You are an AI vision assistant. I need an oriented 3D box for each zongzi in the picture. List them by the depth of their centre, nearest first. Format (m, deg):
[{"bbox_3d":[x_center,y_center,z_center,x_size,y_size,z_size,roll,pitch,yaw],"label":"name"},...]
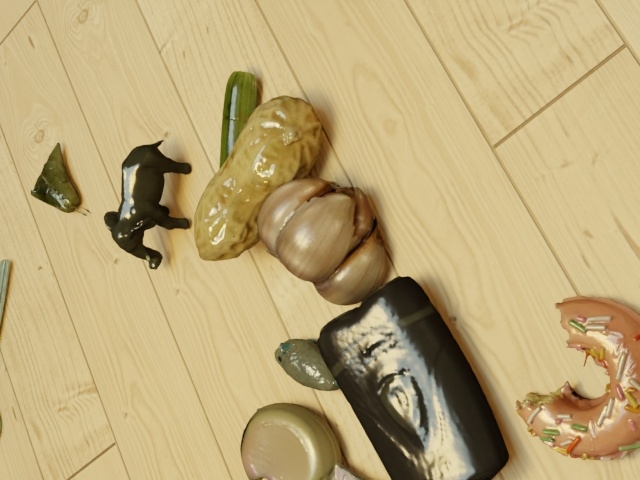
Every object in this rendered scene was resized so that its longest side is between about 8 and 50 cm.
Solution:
[{"bbox_3d":[-0.534,-0.127,2.133,0.154,0.062,0.130,24,90,30],"label":"zongzi"}]

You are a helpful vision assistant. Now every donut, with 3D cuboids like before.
[{"bbox_3d":[0.378,0.200,1.388,0.199,0.085,0.233,25,103,35],"label":"donut"}]

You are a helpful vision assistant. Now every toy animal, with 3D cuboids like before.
[{"bbox_3d":[0.022,0.216,1.673,0.252,0.070,0.079,10,110,34],"label":"toy animal"},{"bbox_3d":[-0.331,-0.067,1.910,0.114,0.146,0.245,-7,84,36],"label":"toy animal"}]

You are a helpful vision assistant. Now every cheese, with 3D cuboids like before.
[{"bbox_3d":[-0.010,0.380,1.676,0.286,0.082,0.163,25,103,35],"label":"cheese"}]

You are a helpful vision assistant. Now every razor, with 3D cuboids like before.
[{"bbox_3d":[0.139,0.238,1.542,0.204,0.113,0.349,-34,72,20],"label":"razor"}]

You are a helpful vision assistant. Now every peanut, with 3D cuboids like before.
[{"bbox_3d":[-0.110,-0.099,1.729,0.325,0.140,0.153,-58,30,3],"label":"peanut"}]

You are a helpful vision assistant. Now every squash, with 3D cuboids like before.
[{"bbox_3d":[-0.149,-0.193,1.832,0.066,0.066,0.229,3,88,38],"label":"squash"}]

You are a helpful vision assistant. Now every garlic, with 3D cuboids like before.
[{"bbox_3d":[0.000,0.000,1.645,0.214,0.160,0.191,51,121,31],"label":"garlic"}]

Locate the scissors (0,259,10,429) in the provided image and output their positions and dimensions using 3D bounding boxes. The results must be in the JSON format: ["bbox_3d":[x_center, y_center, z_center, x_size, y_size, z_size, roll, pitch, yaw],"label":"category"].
[{"bbox_3d":[-0.761,0.258,2.291,0.192,0.029,0.447,20,99,36],"label":"scissors"}]
